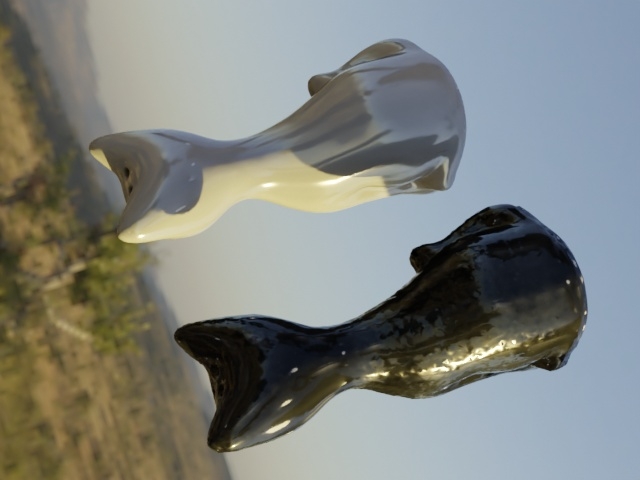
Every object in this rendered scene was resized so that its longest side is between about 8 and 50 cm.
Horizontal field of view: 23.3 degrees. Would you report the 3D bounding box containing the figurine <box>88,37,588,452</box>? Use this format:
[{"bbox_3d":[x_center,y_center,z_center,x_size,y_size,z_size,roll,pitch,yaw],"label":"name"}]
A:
[{"bbox_3d":[0.000,0.000,0.828,0.215,0.209,0.092,61,-26,30],"label":"figurine"}]
